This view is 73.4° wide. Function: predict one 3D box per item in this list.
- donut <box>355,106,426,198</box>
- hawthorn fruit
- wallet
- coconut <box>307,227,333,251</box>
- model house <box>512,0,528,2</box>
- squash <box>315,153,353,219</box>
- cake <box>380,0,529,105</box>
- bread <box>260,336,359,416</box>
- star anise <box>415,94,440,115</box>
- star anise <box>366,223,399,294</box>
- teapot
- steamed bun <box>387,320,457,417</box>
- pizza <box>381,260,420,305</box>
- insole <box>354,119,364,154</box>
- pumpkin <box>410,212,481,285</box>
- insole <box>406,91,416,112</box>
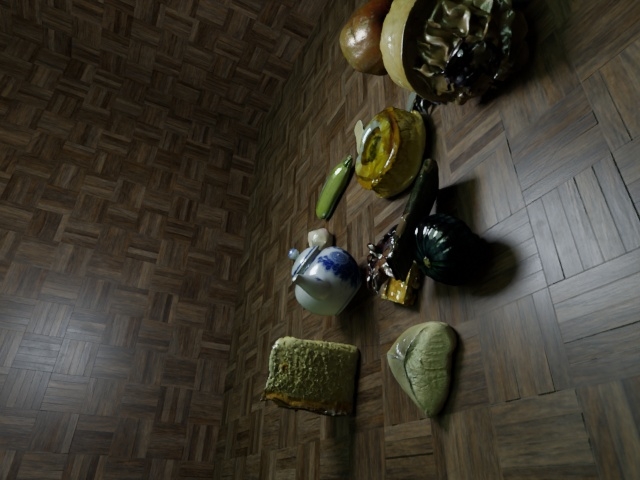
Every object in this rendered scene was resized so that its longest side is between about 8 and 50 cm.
[{"bbox_3d":[0.226,-0.307,1.487,0.330,0.159,0.330,-168,90,-75],"label":"donut"},{"bbox_3d":[0.235,-0.805,1.671,0.300,0.267,0.268,-23,54,50],"label":"hawthorn fruit"},{"bbox_3d":[0.261,-0.054,1.180,0.044,0.169,0.317,15,69,27],"label":"wallet"},{"bbox_3d":[0.000,0.000,1.866,0.124,0.110,0.110,-173,98,-71],"label":"coconut"},{"bbox_3d":[0.454,-0.806,1.172,0.230,0.248,0.280,-66,24,17],"label":"model house"},{"bbox_3d":[0.061,-0.244,1.921,0.095,0.094,0.341,-108,37,-53],"label":"squash"},{"bbox_3d":[0.359,-0.517,1.123,0.333,0.332,0.321,-66,31,19],"label":"cake"},{"bbox_3d":[-0.050,0.453,1.452,0.279,0.315,0.249,141,141,-69],"label":"bread"},{"bbox_3d":[0.364,-0.514,1.426,0.180,0.061,0.205,-46,35,49],"label":"star anise"},{"bbox_3d":[0.197,0.038,1.350,0.272,0.102,0.272,-59,10,17],"label":"star anise"},{"bbox_3d":[-0.002,0.123,1.539,0.252,0.280,0.424,-54,-5,13],"label":"teapot"},{"bbox_3d":[0.249,0.295,1.101,0.213,0.110,0.231,-68,26,12],"label":"steamed bun"},{"bbox_3d":[0.246,0.143,1.282,0.175,0.046,0.134,-51,29,43],"label":"pizza"},{"bbox_3d":[0.177,-0.447,1.882,0.081,0.011,0.248,-56,28,39],"label":"insole"},{"bbox_3d":[0.307,0.022,1.065,0.150,0.194,0.194,-53,10,-33],"label":"pumpkin"},{"bbox_3d":[0.316,-0.484,1.480,0.192,0.010,0.063,63,-152,-86],"label":"insole"}]
